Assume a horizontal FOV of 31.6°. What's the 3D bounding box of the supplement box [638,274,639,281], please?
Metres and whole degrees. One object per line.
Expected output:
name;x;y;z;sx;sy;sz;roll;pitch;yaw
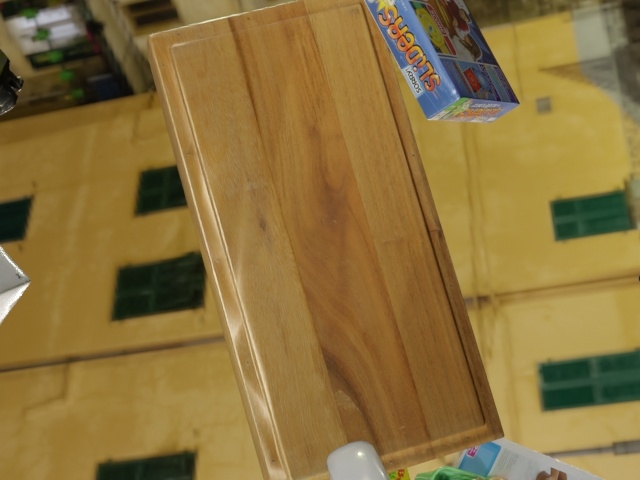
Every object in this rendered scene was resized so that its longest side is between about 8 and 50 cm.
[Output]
supplement box;0.519;0.037;1.055;0.195;0.357;0.194;61;137;37

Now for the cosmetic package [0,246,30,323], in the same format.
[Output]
cosmetic package;-0.607;0.115;1.734;0.138;0.224;0.224;47;-150;8

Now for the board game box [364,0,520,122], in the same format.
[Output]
board game box;0.084;-0.194;0.943;0.136;0.035;0.201;-7;-112;-59

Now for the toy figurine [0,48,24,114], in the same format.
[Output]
toy figurine;-0.422;-0.159;1.092;0.213;0.209;0.148;34;165;48

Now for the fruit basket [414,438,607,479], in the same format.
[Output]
fruit basket;0.170;0.377;1.211;0.353;0.166;0.326;173;116;-80

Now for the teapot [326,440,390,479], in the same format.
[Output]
teapot;0.066;0.254;0.476;0.256;0.253;0.187;-63;4;-5

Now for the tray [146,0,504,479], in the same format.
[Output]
tray;0.000;0.000;0.984;0.076;0.203;0.410;137;118;-79

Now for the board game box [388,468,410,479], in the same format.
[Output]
board game box;0.058;0.365;1.620;0.043;0.181;0.092;-3;-110;-39
